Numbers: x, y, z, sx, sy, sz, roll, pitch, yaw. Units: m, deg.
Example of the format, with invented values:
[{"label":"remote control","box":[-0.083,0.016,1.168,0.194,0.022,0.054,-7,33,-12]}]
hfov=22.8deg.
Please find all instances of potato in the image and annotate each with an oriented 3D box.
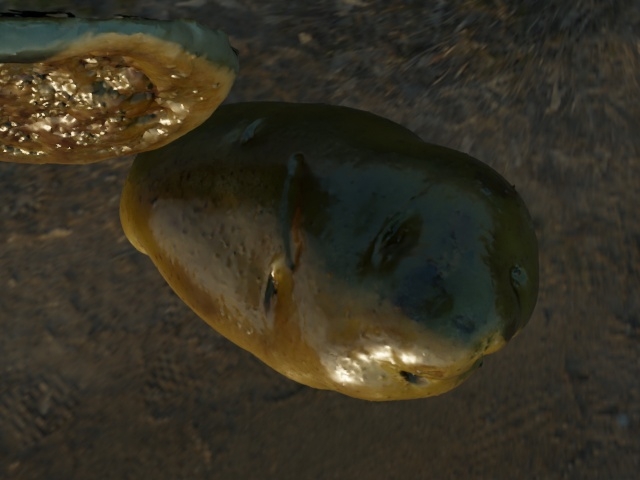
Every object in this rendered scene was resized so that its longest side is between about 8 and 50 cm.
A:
[{"label":"potato","box":[0.000,0.000,1.217,0.369,0.176,0.195,22,121,31]}]

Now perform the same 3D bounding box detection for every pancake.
[{"label":"pancake","box":[-0.193,-0.107,1.107,0.282,0.282,0.049,-5,76,11]}]
